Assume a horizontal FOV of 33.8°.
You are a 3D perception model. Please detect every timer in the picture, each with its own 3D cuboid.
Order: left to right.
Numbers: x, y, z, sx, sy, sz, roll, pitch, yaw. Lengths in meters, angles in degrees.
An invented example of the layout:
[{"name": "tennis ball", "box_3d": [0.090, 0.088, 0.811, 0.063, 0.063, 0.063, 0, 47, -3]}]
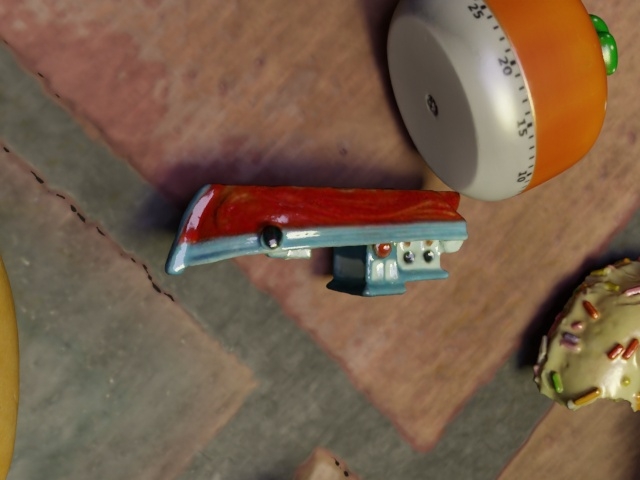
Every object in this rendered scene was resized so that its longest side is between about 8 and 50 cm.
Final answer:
[{"name": "timer", "box_3d": [0.107, -0.095, 0.579, 0.136, 0.099, 0.136, -12, 111, -33]}]

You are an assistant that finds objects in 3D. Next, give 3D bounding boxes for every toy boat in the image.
[{"name": "toy boat", "box_3d": [0.000, 0.000, 0.565, 0.173, 0.069, 0.058, 0, 93, -28]}]

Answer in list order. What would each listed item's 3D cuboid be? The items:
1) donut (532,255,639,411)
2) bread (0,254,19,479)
[{"name": "donut", "box_3d": [0.222, 0.068, 0.675, 0.166, 0.065, 0.108, 17, 93, -28]}, {"name": "bread", "box_3d": [-0.201, 0.047, 0.489, 0.114, 0.077, 0.189, -18, 108, -40]}]
